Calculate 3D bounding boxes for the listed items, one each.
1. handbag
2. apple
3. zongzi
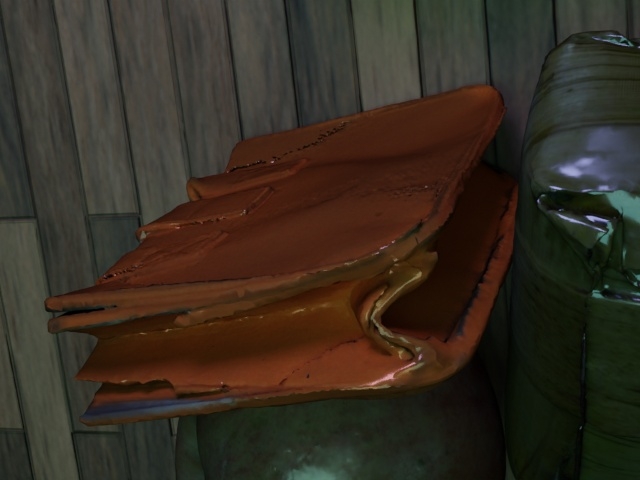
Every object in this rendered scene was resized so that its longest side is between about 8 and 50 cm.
[{"bbox_3d":[0.000,0.000,0.921,0.303,0.410,0.116,-11,107,21],"label":"handbag"},{"bbox_3d":[-0.001,0.202,1.029,0.345,0.269,0.345,30,128,48],"label":"apple"},{"bbox_3d":[0.369,0.101,0.846,0.467,0.218,0.500,9,137,13],"label":"zongzi"}]
